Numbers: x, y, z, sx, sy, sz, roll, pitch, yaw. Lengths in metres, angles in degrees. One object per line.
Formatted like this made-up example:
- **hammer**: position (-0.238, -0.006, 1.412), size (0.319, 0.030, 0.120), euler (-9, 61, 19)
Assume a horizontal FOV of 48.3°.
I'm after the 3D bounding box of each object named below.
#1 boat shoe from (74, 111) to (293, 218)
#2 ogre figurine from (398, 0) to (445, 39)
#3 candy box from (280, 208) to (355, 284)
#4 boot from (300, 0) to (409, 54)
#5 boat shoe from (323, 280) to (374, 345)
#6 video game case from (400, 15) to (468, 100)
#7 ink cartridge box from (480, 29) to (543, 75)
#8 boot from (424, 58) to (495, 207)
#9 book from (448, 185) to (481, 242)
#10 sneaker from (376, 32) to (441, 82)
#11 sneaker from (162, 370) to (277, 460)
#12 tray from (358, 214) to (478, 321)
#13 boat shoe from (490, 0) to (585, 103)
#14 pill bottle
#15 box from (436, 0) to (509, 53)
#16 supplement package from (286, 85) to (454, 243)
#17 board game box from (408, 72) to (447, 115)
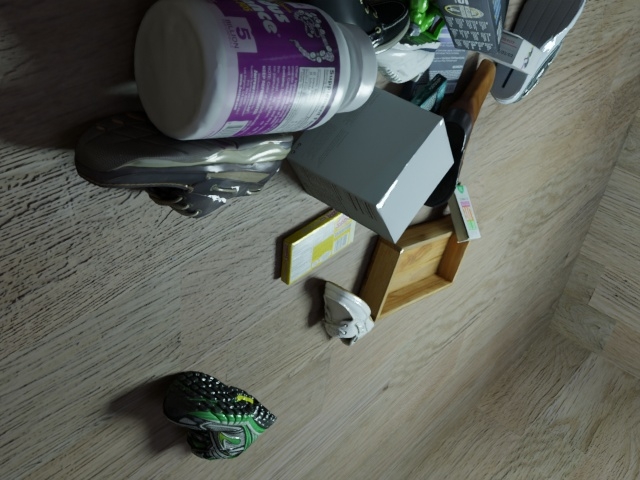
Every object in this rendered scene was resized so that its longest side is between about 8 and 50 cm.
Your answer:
- **boat shoe**: position (-0.170, -0.092, 0.967), size (0.355, 0.132, 0.130), euler (-13, 127, -51)
- **ogre figurine**: position (0.185, -0.419, 1.240), size (0.197, 0.096, 0.118), euler (-92, -160, -61)
- **candy box**: position (0.000, 0.000, 1.428), size (0.206, 0.027, 0.105), euler (-33, 140, -40)
- **boot**: position (0.054, -0.371, 1.088), size (0.236, 0.085, 0.179), euler (-31, 143, -28)
- **boat shoe**: position (0.054, 0.178, 1.610), size (0.096, 0.098, 0.277), euler (-53, 152, -12)
- **video game case**: position (0.260, -0.420, 1.440), size (0.196, 0.026, 0.274), euler (-18, 131, -50)
- **ink cartridge box**: position (0.411, -0.426, 1.588), size (0.181, 0.104, 0.062), euler (-2, 118, -56)
- **boot**: position (0.305, -0.242, 1.626), size (0.280, 0.096, 0.264), euler (-58, 159, -43)
- **book**: position (0.371, -0.071, 1.856), size (0.096, 0.035, 0.144), euler (-8, 81, -56)
- **sneaker**: position (0.134, -0.326, 1.275), size (0.235, 0.090, 0.095), euler (-14, 138, -51)
- **sneaker**: position (-0.197, 0.351, 1.344), size (0.146, 0.134, 0.343), euler (-54, 152, -8)
- **tray**: position (0.254, 0.058, 1.838), size (0.410, 0.076, 0.203), euler (-16, 130, -52)
- **boat shoe**: position (0.519, -0.483, 1.718), size (0.335, 0.121, 0.119), euler (-57, 161, 19)
- **pill bottle**: position (-0.070, -0.223, 0.923), size (0.301, 0.169, 0.169), euler (-14, 129, -44)
- **box**: position (0.264, -0.501, 1.131), size (0.395, 0.097, 0.318), euler (0, 104, -74)
- **supplement package**: position (0.090, -0.142, 1.251), size (0.194, 0.203, 0.149), euler (-52, 151, -10)
- **board game box**: position (0.204, -0.243, 1.478), size (0.126, 0.026, 0.186), euler (-46, 161, -20)
